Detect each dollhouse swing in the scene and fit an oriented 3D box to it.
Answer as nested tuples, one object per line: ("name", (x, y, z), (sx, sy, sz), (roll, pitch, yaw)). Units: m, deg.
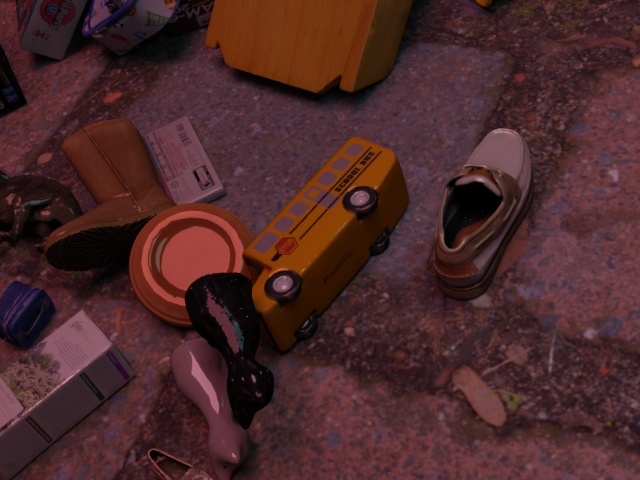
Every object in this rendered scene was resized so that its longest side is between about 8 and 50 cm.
("dollhouse swing", (0.034, -0.436, 1.858), (0.347, 0.305, 0.315), (22, 102, 31))

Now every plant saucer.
("plant saucer", (-0.192, 0.031, 1.503), (0.200, 0.037, 0.199), (1, 69, -2))

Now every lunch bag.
("lunch bag", (-0.466, 0.118, 1.549), (0.065, 0.067, 0.098), (12, 57, 27))
("lunch bag", (-0.361, -0.515, 1.933), (0.243, 0.115, 0.303), (-13, 59, 48))

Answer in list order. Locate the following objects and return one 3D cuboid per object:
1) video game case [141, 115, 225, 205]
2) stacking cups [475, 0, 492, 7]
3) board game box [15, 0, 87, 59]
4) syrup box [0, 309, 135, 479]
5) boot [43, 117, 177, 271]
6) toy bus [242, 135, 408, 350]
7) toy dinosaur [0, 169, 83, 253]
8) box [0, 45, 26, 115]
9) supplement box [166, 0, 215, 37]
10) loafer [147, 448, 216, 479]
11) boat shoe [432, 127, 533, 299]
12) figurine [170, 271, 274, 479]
("video game case", (-0.284, -0.109, 1.710), (0.193, 0.023, 0.212), (-26, 49, -5))
("stacking cups", (0.417, -0.527, 1.797), (0.316, 0.096, 0.096), (-26, 48, -8))
("board game box", (-0.544, -0.553, 2.035), (0.098, 0.224, 0.303), (13, 39, -31))
("syrup box", (-0.394, 0.220, 1.422), (0.237, 0.096, 0.093), (-39, 53, -16))
("boot", (-0.371, -0.080, 1.630), (0.236, 0.089, 0.269), (-16, 47, -25))
("toy bus", (0.000, 0.000, 1.471), (0.130, 0.108, 0.332), (26, 63, 34))
("toy dinosaur", (-0.500, -0.058, 1.674), (0.314, 0.121, 0.160), (0, 58, 21))
("box", (-0.695, -0.430, 1.910), (0.079, 0.322, 0.257), (-29, 50, -9))
("supplement box", (-0.267, -0.528, 2.020), (0.130, 0.073, 0.239), (-19, 49, 3))
("loafer", (-0.182, 0.314, 1.313), (0.125, 0.039, 0.045), (21, 60, 31))
("boat shoe", (0.241, -0.062, 1.449), (0.113, 0.103, 0.302), (6, 54, 22))
("figurine", (-0.126, 0.188, 1.310), (0.092, 0.214, 0.209), (-2, 45, -24))
